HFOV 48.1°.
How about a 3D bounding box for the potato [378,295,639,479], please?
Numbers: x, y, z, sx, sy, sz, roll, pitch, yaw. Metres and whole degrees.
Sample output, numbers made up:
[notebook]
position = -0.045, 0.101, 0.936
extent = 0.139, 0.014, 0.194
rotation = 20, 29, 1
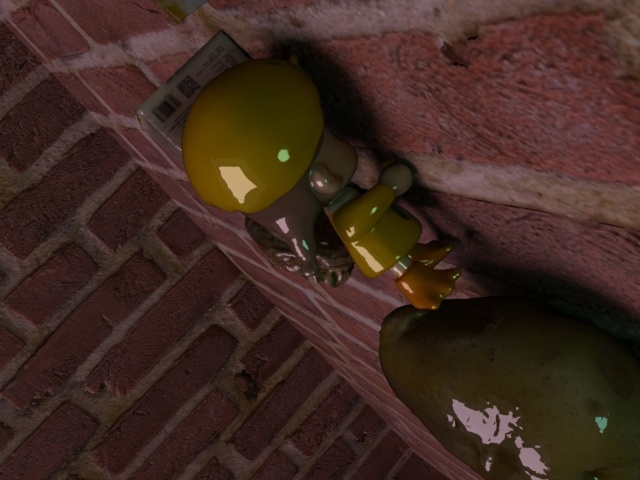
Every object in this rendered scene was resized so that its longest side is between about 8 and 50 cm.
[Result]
[potato]
position = 0.199, 0.160, 0.795
extent = 0.351, 0.203, 0.218
rotation = 21, -172, 40

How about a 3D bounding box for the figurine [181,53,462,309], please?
[figurine]
position = 0.004, -0.058, 0.807
extent = 0.343, 0.187, 0.215
rotation = 38, -179, -9

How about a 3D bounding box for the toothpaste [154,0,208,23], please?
[toothpaste]
position = -0.104, -0.274, 0.647
extent = 0.089, 0.071, 0.313
rotation = 44, 168, -22

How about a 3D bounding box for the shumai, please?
[shumai]
position = 0.000, 0.000, 1.028
extent = 0.209, 0.161, 0.153
rotation = 14, 150, 30

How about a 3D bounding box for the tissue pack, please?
[tissue pack]
position = -0.146, -0.172, 0.924
extent = 0.106, 0.149, 0.099
rotation = 44, 168, -4
